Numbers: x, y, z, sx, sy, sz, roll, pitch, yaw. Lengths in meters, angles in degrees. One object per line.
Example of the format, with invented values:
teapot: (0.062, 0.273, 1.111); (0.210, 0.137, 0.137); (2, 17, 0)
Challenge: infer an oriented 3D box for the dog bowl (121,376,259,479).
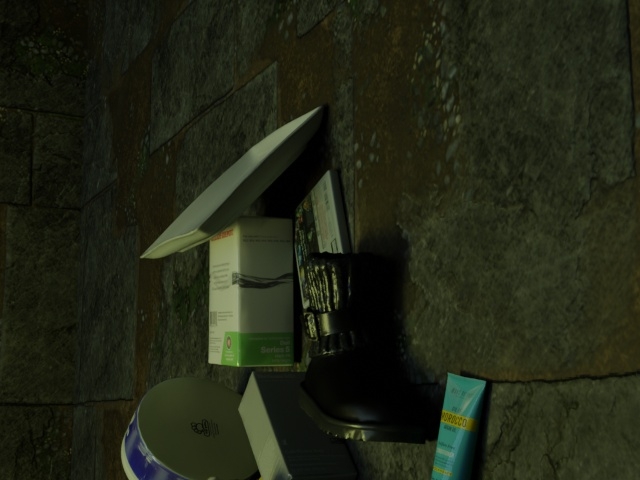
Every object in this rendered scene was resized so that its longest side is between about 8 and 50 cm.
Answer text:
dog bowl: (-0.235, 0.388, 1.990); (0.104, 0.265, 0.265); (-64, 32, 34)

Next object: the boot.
boot: (0.056, 0.150, 1.567); (0.348, 0.131, 0.260); (-165, 81, -65)

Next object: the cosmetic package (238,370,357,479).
cosmetic package: (-0.042, 0.331, 1.753); (0.238, 0.127, 0.107); (64, 143, 44)

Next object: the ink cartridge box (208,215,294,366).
ink cartridge box: (-0.133, 0.097, 1.976); (0.198, 0.114, 0.273); (169, 102, -68)

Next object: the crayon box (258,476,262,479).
crayon box: (-0.081, 0.541, 1.851); (0.318, 0.081, 0.202); (123, 142, -47)

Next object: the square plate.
square plate: (-0.162, -0.092, 1.962); (0.344, 0.049, 0.347); (-47, 12, -24)

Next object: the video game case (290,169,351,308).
video game case: (0.000, 0.000, 1.842); (0.173, 0.022, 0.190); (-47, 46, 53)

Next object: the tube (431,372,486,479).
tube: (0.178, 0.282, 1.391); (0.080, 0.052, 0.207); (6, 85, 54)

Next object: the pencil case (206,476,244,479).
pencil case: (-0.021, 0.459, 1.502); (0.410, 0.160, 0.184); (7, 113, 44)
